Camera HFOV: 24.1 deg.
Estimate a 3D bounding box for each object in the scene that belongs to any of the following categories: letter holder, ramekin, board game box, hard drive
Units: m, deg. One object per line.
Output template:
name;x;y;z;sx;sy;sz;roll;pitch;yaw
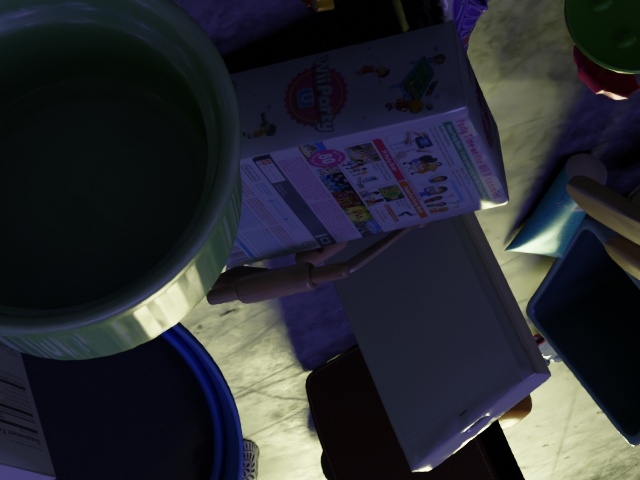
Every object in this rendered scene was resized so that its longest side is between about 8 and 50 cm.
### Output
letter holder;0.132;0.287;2.041;0.214;0.302;0.152;-30;152;14
ramekin;-0.205;-0.050;1.203;0.303;0.303;0.148;-22;160;-3
board game box;0.010;-0.084;1.438;0.303;0.097;0.224;-12;156;13
hard drive;0.113;0.066;1.625;0.040;0.307;0.203;5;141;-42

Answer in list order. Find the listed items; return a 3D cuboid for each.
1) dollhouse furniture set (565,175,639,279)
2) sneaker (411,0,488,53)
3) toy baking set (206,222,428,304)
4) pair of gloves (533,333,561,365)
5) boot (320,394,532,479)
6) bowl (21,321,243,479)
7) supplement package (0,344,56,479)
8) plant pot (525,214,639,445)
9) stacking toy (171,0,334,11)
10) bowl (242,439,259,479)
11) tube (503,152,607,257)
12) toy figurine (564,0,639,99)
dollhouse furniture set;0.444;-0.104;1.647;0.362;0.256;0.394;-49;140;-6
sneaker;0.131;-0.206;1.426;0.071;0.068;0.170;-31;158;-11
toy baking set;-0.004;0.003;1.585;0.256;0.030;0.197;-11;-157;29
pair of gloves;0.317;0.188;2.309;0.198;0.023;0.159;-34;153;28
boot;0.165;0.303;2.362;0.264;0.096;0.280;-39;159;28
bowl;-0.277;0.228;1.599;0.391;0.391;0.077;-23;-169;0
supplement package;-0.411;0.135;1.399;0.199;0.262;0.198;-31;152;16
plant pot;0.476;0.077;2.018;0.252;0.247;0.248;-26;156;-28
stacking toy;-0.047;-0.262;1.209;0.167;0.052;0.221;-12;149;-25
bowl;-0.158;0.369;2.209;0.170;0.080;0.170;-17;152;-10
tube;0.299;-0.032;1.879;0.080;0.052;0.207;11;148;-7
toy figurine;0.322;-0.211;1.527;0.173;0.130;0.159;-28;165;-7
